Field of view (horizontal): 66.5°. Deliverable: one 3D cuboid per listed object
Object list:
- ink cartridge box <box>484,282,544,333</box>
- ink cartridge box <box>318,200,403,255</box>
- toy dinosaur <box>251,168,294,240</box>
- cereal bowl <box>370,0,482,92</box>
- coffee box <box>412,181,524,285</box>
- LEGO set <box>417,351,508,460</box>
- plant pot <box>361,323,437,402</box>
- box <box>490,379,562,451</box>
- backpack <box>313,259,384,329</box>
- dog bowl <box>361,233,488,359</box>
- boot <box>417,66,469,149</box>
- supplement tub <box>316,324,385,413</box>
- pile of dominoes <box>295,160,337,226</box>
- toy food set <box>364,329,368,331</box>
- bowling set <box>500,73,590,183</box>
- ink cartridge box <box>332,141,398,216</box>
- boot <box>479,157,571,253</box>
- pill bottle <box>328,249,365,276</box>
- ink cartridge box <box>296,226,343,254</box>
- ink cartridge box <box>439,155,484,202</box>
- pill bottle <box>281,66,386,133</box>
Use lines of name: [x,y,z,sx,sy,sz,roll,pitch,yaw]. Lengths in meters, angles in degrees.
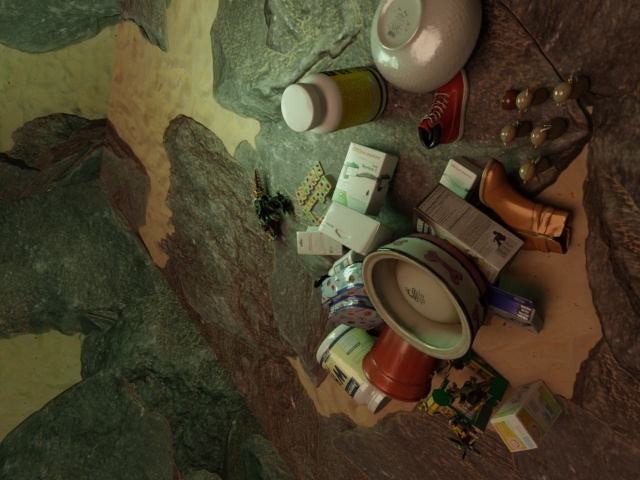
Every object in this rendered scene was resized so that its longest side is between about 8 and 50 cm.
ink cartridge box: [0.538,0.194,1.465,0.223,0.224,0.045,23,80,39]
ink cartridge box: [0.162,-0.009,1.682,0.211,0.289,0.122,28,91,35]
toy dinosaur: [-0.254,-0.150,2.190,0.322,0.164,0.218,56,161,-22]
cereal bowl: [0.259,-0.588,1.339,0.339,0.141,0.339,0,90,48]
coffee box: [0.422,-0.015,1.438,0.297,0.119,0.168,40,168,22]
LEGO set: [0.466,0.544,1.646,0.254,0.331,0.192,29,133,9]
plant pot: [0.318,0.387,1.763,0.272,0.272,0.265,35,123,31]
box: [0.639,0.543,1.514,0.114,0.203,0.103,57,139,9]
backpack: [0.150,0.195,1.784,0.263,0.276,0.213,-49,37,43]
dog bowl: [0.323,0.157,1.488,0.408,0.150,0.408,38,150,26]
boot: [0.341,-0.391,1.395,0.088,0.176,0.244,15,118,44]
supplement tub: [0.168,0.512,1.983,0.325,0.235,0.235,42,134,26]
pile of dominoes: [-0.021,-0.178,1.996,0.196,0.040,0.251,54,138,13]
toy food set: [0.154,0.259,1.969,0.071,0.128,0.218,-41,74,33]
bowling set: [0.524,-0.307,1.255,0.200,0.154,0.287,34,130,32]
ink cartridge box: [0.153,-0.214,1.693,0.160,0.092,0.220,26,105,36]
boot: [0.560,-0.087,1.334,0.220,0.109,0.284,19,133,48]
pill bottle: [0.113,0.110,1.943,0.108,0.108,0.180,59,140,7]
ink cartridge box: [0.000,0.000,1.973,0.181,0.061,0.104,1,114,7]
ink cartridge box: [0.426,-0.177,1.501,0.099,0.056,0.135,41,135,25]
pill bottle: [0.044,-0.447,1.564,0.187,0.334,0.188,23,124,38]
